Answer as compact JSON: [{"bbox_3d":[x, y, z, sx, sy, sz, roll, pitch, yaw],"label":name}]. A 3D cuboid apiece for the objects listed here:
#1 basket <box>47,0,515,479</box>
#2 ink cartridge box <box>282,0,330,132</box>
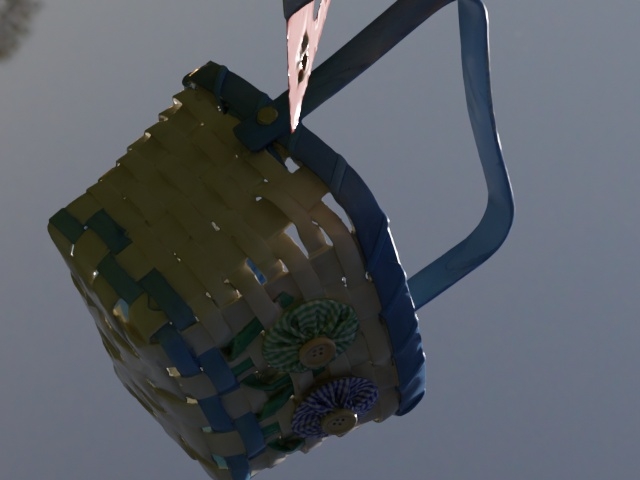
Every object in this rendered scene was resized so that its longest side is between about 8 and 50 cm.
[{"bbox_3d":[0.000,0.000,1.015,0.289,0.255,0.201,-41,-126,-16],"label":"basket"},{"bbox_3d":[0.024,-0.189,0.738,0.066,0.232,0.189,6,-127,12],"label":"ink cartridge box"}]
